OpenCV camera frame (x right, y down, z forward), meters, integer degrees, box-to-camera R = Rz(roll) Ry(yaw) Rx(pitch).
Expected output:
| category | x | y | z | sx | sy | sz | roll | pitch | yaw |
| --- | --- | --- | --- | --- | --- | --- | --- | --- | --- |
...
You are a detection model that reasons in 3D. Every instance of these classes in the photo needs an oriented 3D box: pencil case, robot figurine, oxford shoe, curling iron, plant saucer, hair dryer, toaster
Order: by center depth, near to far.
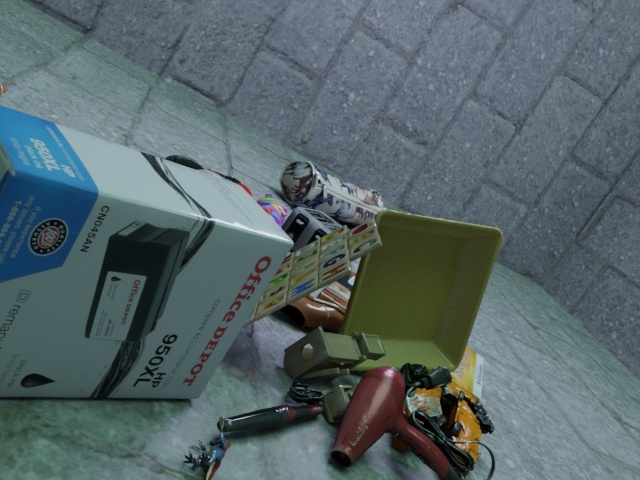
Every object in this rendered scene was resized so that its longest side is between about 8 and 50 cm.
| category | x | y | z | sx | sy | sz | roll | pitch | yaw |
| --- | --- | --- | --- | --- | --- | --- | --- | --- | --- |
| curling iron | -0.071 | 0.259 | 1.056 | 0.068 | 0.035 | 0.274 | 28 | 12 | 25 |
| hair dryer | 0.143 | 0.301 | 1.121 | 0.294 | 0.080 | 0.223 | -2 | 49 | -29 |
| robot figurine | 0.224 | 0.333 | 1.325 | 0.211 | 0.085 | 0.291 | 34 | 15 | 8 |
| plant saucer | 0.186 | 0.103 | 1.436 | 0.333 | 0.332 | 0.081 | 7 | 15 | -33 |
| oxford shoe | -0.013 | 0.164 | 1.479 | 0.212 | 0.076 | 0.076 | 29 | 44 | -19 |
| pencil case | -0.143 | -0.045 | 1.810 | 0.105 | 0.104 | 0.236 | 30 | 17 | -8 |
| oxford shoe | -0.335 | -0.170 | 1.924 | 0.227 | 0.082 | 0.096 | 24 | -3 | -30 |
| toaster | 0.000 | 0.000 | 1.946 | 0.168 | 0.110 | 0.186 | 40 | 16 | 27 |
| pencil case | 0.054 | -0.152 | 2.475 | 0.411 | 0.159 | 0.184 | 19 | 2 | -43 |

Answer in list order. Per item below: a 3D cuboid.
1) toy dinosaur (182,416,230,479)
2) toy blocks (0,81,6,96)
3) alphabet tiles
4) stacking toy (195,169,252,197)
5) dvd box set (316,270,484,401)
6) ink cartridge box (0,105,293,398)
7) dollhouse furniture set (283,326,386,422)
| category | x | y | z | sx | sy | sz | roll | pitch | yaw |
| --- | --- | --- | --- | --- | --- | --- | --- | --- | --- |
| toy dinosaur | -0.138 | 0.275 | 0.892 | 0.082 | 0.047 | 0.090 | 24 | 46 | -61 |
| toy blocks | -0.802 | -0.379 | 1.659 | 0.123 | 0.054 | 0.148 | 29 | 14 | -7 |
| alphabet tiles | -0.051 | 0.061 | 1.228 | 0.011 | 0.343 | 0.285 | 61 | 9 | -12 |
| stacking toy | -0.249 | -0.099 | 1.765 | 0.141 | 0.141 | 0.330 | 34 | 7 | 7 |
| dvd box set | 0.194 | 0.228 | 1.670 | 0.421 | 0.062 | 0.308 | 34 | 15 | 8 |
| ink cartridge box | -0.270 | 0.039 | 0.865 | 0.395 | 0.285 | 0.166 | 15 | 23 | -48 |
| dollhouse furniture set | 0.044 | 0.257 | 1.263 | 0.182 | 0.101 | 0.160 | 17 | 45 | -48 |
